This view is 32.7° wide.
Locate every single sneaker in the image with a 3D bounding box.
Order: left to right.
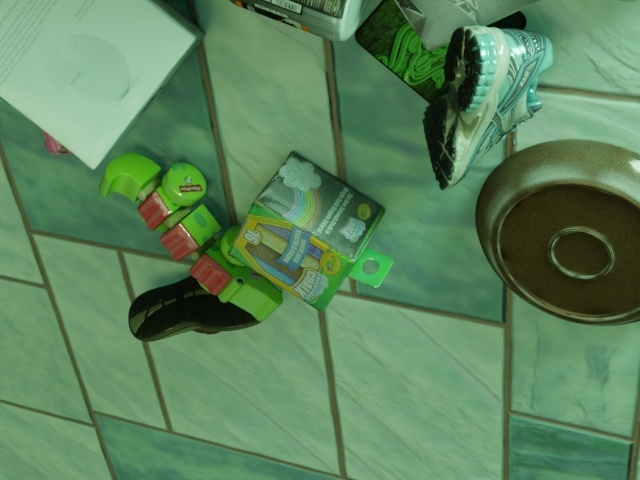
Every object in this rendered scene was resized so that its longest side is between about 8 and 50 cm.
[{"bbox_3d":[0.209,-0.153,1.344,0.122,0.110,0.283,-7,154,-12],"label":"sneaker"}]

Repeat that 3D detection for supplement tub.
[{"bbox_3d":[-0.038,-0.324,1.322,0.190,0.117,0.117,23,135,10],"label":"supplement tub"}]

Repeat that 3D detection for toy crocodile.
[{"bbox_3d":[-0.195,-0.005,1.684,0.340,0.105,0.115,47,135,-5],"label":"toy crocodile"}]

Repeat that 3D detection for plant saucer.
[{"bbox_3d":[0.351,0.006,1.451,0.311,0.050,0.310,15,133,17],"label":"plant saucer"}]

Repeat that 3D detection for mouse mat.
[{"bbox_3d":[0.145,-0.262,1.355,0.153,0.007,0.190,39,137,-7],"label":"mouse mat"}]

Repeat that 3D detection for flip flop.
[{"bbox_3d":[-0.197,0.116,1.817,0.277,0.112,0.080,-16,155,28],"label":"flip flop"}]

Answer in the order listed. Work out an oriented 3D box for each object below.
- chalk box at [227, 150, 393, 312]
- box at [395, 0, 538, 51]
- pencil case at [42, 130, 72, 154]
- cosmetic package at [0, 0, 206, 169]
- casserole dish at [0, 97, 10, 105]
[{"bbox_3d":[0.000,0.000,1.576,0.213,0.132,0.132,33,136,1],"label":"chalk box"},{"bbox_3d":[0.174,-0.339,1.230,0.231,0.056,0.183,-19,116,37],"label":"box"},{"bbox_3d":[-0.389,-0.221,1.619,0.095,0.098,0.209,11,133,20],"label":"pencil case"},{"bbox_3d":[-0.313,-0.257,1.451,0.225,0.138,0.224,39,101,-8],"label":"cosmetic package"},{"bbox_3d":[-0.497,-0.289,1.662,0.114,0.037,0.188,-27,112,41],"label":"casserole dish"}]
